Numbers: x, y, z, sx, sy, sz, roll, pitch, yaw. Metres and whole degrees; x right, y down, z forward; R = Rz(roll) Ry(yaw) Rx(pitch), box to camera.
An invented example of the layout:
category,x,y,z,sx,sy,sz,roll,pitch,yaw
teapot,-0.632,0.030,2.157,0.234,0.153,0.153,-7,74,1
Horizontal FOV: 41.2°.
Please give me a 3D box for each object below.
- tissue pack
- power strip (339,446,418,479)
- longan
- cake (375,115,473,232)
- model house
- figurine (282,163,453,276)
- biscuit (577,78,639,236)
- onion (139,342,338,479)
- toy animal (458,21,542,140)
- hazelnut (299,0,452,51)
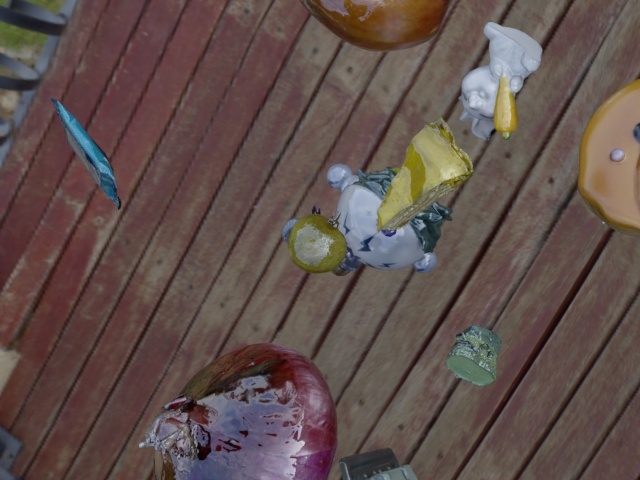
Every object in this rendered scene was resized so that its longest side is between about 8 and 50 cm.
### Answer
category,x,y,z,sx,sy,sz,roll,pitch,yaw
tissue pack,-0.276,-0.105,1.023,0.028,0.085,0.138,-36,81,-18
power strip,0.146,0.502,1.554,0.092,0.257,0.251,-20,75,21
longan,0.000,0.000,1.027,0.075,0.075,0.083,41,99,13
cake,0.129,-0.096,1.231,0.185,0.080,0.116,-35,71,51
model house,0.233,0.163,1.276,0.079,0.083,0.066,31,146,-6
figurine,0.101,-0.026,1.595,0.261,0.382,0.186,30,72,-10
biscuit,0.283,-0.071,0.641,0.170,0.050,0.170,-10,64,21
onion,-0.144,0.310,1.295,0.348,0.285,0.347,-26,49,35
toy animal,0.259,-0.210,1.243,0.131,0.127,0.181,45,128,19
hazelnut,0.107,-0.541,1.642,0.372,0.372,0.315,24,128,16
